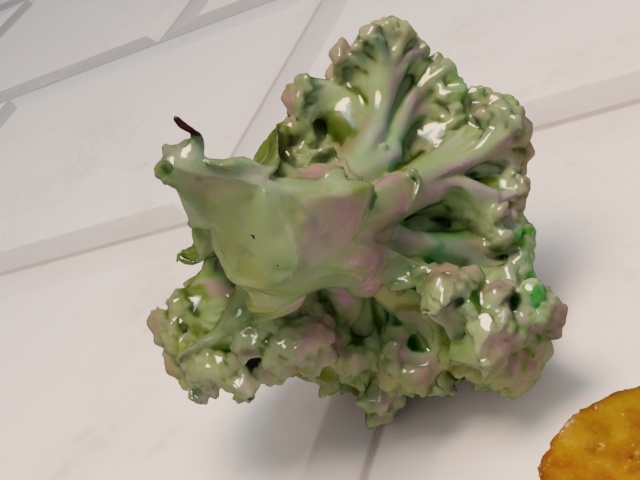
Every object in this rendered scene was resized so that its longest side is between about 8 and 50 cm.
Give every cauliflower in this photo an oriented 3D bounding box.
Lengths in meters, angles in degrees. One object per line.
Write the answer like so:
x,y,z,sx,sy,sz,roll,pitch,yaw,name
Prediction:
0.000,0.000,0.667,0.256,0.239,0.315,-23,-15,19,cauliflower

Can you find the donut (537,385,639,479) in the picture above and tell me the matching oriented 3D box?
0.172,0.113,0.502,0.151,0.058,0.152,-14,22,6,donut
